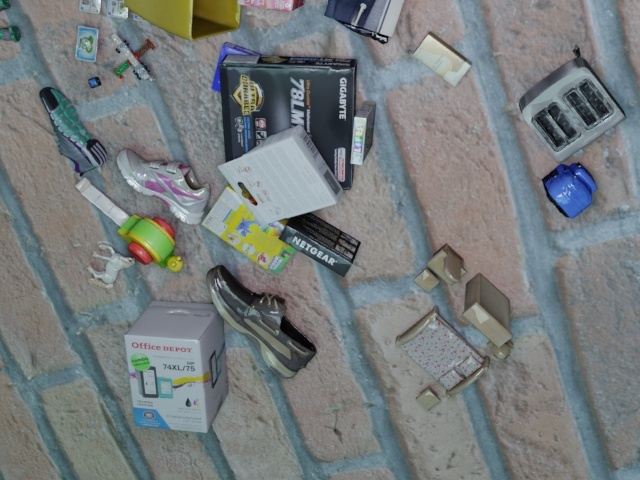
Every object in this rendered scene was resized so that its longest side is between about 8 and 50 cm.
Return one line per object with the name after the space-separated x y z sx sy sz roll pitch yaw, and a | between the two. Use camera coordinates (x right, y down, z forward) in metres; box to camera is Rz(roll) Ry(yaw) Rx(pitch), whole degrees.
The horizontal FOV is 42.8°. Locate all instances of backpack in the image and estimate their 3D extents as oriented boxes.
0.538 -0.112 1.761 0.098 0.120 0.101 42 114 -7 | backpack

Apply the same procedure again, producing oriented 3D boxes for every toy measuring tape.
-0.460 -0.042 1.997 0.330 0.121 0.121 43 114 -8 | toy measuring tape

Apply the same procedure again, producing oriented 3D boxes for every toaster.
0.519 -0.276 1.701 0.168 0.110 0.185 -36 101 22 | toaster

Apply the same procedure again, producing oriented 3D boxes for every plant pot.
-0.293 -0.552 1.710 0.187 0.212 0.212 16 116 18 | plant pot

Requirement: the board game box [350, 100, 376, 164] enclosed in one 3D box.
0.094 -0.237 1.780 0.026 0.154 0.103 8 113 9 | board game box

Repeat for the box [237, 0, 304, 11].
-0.089 -0.610 1.674 0.123 0.128 0.256 11 114 7 | box

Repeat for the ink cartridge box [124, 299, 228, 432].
-0.362 0.316 2.087 0.198 0.197 0.269 3 113 10 | ink cartridge box

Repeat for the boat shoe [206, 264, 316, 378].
-0.141 0.185 2.038 0.130 0.132 0.355 -35 111 13 | boat shoe

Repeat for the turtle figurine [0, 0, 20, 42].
-0.826 -0.489 1.887 0.234 0.118 0.175 -15 125 1 | turtle figurine

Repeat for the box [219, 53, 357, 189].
-0.069 -0.262 1.823 0.294 0.073 0.295 5 122 6 | box

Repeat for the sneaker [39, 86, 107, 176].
-0.618 -0.256 1.963 0.098 0.083 0.223 -27 106 26 | sneaker

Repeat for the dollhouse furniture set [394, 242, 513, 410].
0.271 0.242 1.939 0.303 0.174 0.355 43 114 -7 | dollhouse furniture set

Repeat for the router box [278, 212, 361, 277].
0.000 0.000 1.913 0.179 0.133 0.046 30 115 -1 | router box

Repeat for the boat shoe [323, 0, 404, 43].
0.115 -0.577 1.644 0.158 0.127 0.340 16 116 -4 | boat shoe

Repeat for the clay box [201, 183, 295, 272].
-0.161 -0.030 1.978 0.222 0.053 0.127 35 115 -6 | clay box

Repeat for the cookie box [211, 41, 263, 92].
-0.189 -0.380 1.840 0.092 0.040 0.107 20 116 1 | cookie box

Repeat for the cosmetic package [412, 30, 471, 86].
0.260 -0.388 1.744 0.115 0.041 0.060 34 115 -4 | cosmetic package

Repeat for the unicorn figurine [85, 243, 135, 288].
-0.538 0.062 2.099 0.111 0.060 0.162 29 131 -2 | unicorn figurine

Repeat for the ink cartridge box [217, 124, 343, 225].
-0.090 -0.142 1.842 0.232 0.066 0.189 -13 122 41 | ink cartridge box

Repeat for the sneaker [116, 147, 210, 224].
-0.365 -0.151 1.950 0.252 0.103 0.111 34 111 -11 | sneaker

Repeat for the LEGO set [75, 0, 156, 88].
-0.463 -0.463 1.870 0.183 0.060 0.244 11 103 7 | LEGO set
